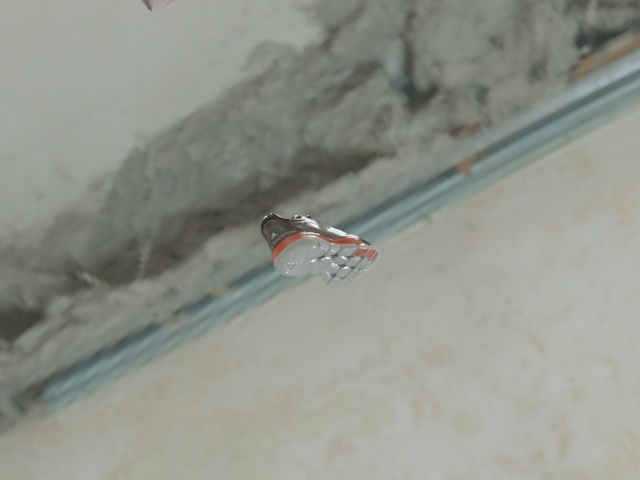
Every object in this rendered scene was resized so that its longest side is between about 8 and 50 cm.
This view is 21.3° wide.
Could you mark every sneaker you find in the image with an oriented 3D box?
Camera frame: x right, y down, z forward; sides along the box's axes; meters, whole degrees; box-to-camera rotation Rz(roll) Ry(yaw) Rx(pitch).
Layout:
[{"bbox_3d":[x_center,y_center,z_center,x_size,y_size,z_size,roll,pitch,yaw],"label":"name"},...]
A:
[{"bbox_3d":[0.000,0.000,1.620,0.061,0.158,0.065,-43,-118,17],"label":"sneaker"}]

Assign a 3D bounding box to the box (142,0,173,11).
[{"bbox_3d":[-0.102,-0.264,0.692,0.142,0.300,0.154,-35,175,-5],"label":"box"}]
